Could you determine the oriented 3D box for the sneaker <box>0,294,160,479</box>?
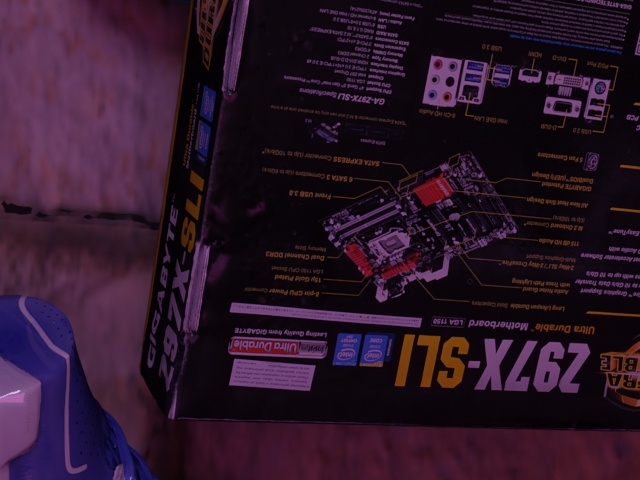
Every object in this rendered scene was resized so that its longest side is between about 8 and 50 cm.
[{"bbox_3d":[-0.098,0.160,0.650,0.182,0.127,0.315,-13,122,-21],"label":"sneaker"}]

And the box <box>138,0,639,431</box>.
[{"bbox_3d":[0.083,-0.032,0.660,0.322,0.079,0.257,4,106,-22],"label":"box"}]

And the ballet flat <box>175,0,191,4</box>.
[{"bbox_3d":[-0.005,-0.159,0.679,0.248,0.086,0.086,14,91,-17],"label":"ballet flat"}]
